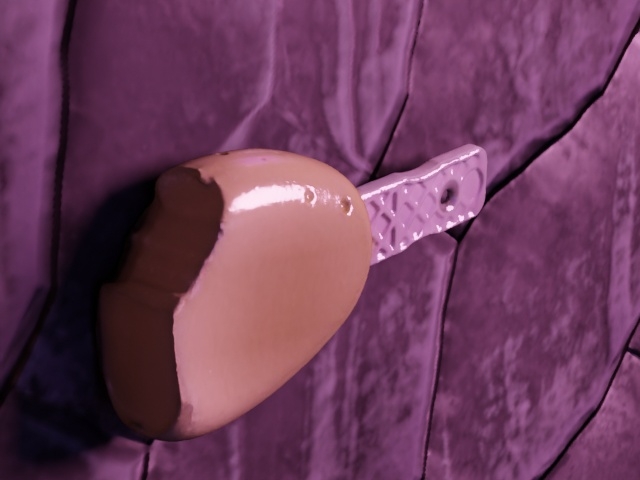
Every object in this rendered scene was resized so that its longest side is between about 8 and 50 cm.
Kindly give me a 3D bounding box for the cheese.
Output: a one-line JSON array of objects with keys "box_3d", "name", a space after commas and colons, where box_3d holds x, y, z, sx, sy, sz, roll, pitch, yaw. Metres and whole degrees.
[{"box_3d": [0.000, 0.000, 0.824, 0.255, 0.050, 0.127, -26, 124, -43], "name": "cheese"}]
